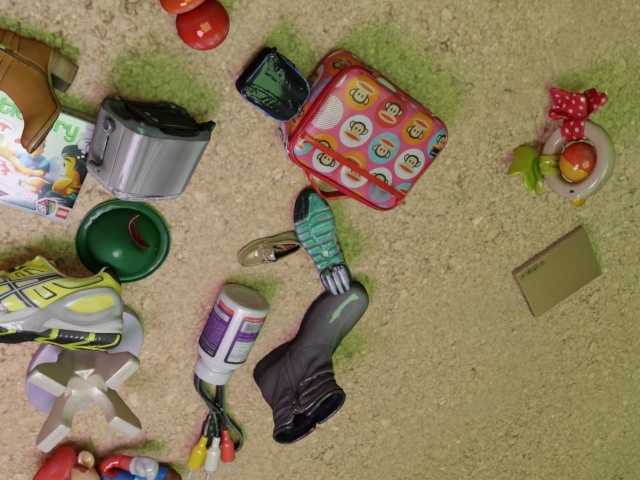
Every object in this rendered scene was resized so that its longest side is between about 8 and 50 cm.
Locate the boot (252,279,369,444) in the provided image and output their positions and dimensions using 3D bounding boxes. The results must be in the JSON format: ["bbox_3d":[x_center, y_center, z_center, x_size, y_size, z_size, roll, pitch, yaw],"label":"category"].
[{"bbox_3d":[0.011,0.261,1.688,0.118,0.222,0.338,34,101,-32],"label":"boot"}]

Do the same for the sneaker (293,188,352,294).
[{"bbox_3d":[0.000,0.000,1.638,0.083,0.098,0.223,-17,100,1],"label":"sneaker"}]

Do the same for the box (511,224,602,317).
[{"bbox_3d":[0.574,0.079,1.935,0.201,0.021,0.164,-34,125,-1],"label":"box"}]

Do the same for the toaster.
[{"bbox_3d":[-0.293,-0.155,1.375,0.227,0.129,0.146,-6,130,-55],"label":"toaster"}]

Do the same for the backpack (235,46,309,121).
[{"bbox_3d":[-0.082,-0.278,1.433,0.114,0.084,0.105,36,100,-29],"label":"backpack"}]

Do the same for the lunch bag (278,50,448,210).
[{"bbox_3d":[0.070,-0.190,1.531,0.293,0.120,0.258,27,109,-32],"label":"lunch bag"}]

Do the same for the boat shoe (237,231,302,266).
[{"bbox_3d":[-0.102,0.022,1.616,0.135,0.045,0.050,-23,123,-8],"label":"boat shoe"}]

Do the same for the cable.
[{"bbox_3d":[-0.221,0.400,1.764,0.139,0.072,0.287,-4,119,-26],"label":"cable"}]

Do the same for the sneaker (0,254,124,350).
[{"bbox_3d":[-0.539,0.104,1.433,0.385,0.145,0.147,8,71,-6],"label":"sneaker"}]

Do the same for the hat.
[{"bbox_3d":[-0.350,0.035,1.440,0.173,0.183,0.208,-34,125,-1],"label":"hat"}]

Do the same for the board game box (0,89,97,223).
[{"bbox_3d":[-0.538,-0.162,1.334,0.305,0.053,0.193,18,108,-29],"label":"board game box"}]

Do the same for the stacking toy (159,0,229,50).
[{"bbox_3d":[-0.247,-0.442,1.260,0.141,0.141,0.330,-31,130,-4],"label":"stacking toy"}]

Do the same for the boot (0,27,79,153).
[{"bbox_3d":[-0.480,-0.238,1.253,0.152,0.197,0.073,26,141,-25],"label":"boot"}]

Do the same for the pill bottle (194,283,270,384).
[{"bbox_3d":[-0.188,0.196,1.641,0.108,0.108,0.193,16,111,-28],"label":"pill bottle"}]

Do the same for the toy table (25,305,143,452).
[{"bbox_3d":[-0.453,0.268,1.545,0.252,0.161,0.274,29,105,-32],"label":"toy table"}]

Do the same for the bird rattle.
[{"bbox_3d":[0.529,-0.188,1.671,0.143,0.207,0.253,12,123,-47],"label":"bird rattle"}]

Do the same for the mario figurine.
[{"bbox_3d":[-0.452,0.541,1.685,0.320,0.170,0.198,21,74,-38],"label":"mario figurine"}]
